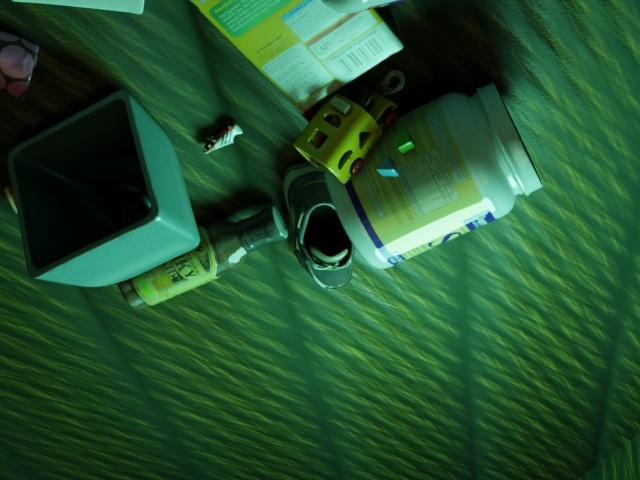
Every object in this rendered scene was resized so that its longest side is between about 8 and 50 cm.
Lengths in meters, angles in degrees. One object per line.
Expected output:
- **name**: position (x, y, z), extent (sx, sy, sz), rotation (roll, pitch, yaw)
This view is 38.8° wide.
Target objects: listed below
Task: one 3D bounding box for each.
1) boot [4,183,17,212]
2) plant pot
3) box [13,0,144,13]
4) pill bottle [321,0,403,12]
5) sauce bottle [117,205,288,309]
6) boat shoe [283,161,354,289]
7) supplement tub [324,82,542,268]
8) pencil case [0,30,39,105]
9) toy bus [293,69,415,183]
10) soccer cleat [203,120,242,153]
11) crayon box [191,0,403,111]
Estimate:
- **boot**: position (-0.509, -0.055, 1.659), extent (0.085, 0.059, 0.157), rotation (-16, 132, 9)
- **plant pot**: position (-0.340, -0.060, 1.562), extent (0.247, 0.247, 0.252), rotation (-25, 156, 14)
- **box**: position (-0.323, -0.420, 1.227), extent (0.181, 0.119, 0.181), rotation (2, 138, -17)
- **pill bottle**: position (0.142, -0.430, 1.251), extent (0.323, 0.181, 0.181), rotation (-19, 145, -26)
- **sauce bottle**: position (-0.232, 0.027, 1.782), extent (0.345, 0.111, 0.111), rotation (-25, 139, 12)
- **boat shoe**: position (0.000, 0.000, 1.790), extent (0.133, 0.130, 0.355), rotation (-15, 140, 3)
- **supplement tub**: position (0.200, -0.117, 1.620), extent (0.331, 0.241, 0.241), rotation (-25, 138, 15)
- **pencil case**: position (-0.536, -0.280, 1.363), extent (0.209, 0.095, 0.098), rotation (18, 147, -28)
- **toy bus**: position (0.047, -0.201, 1.523), extent (0.191, 0.202, 0.104), rotation (-14, 155, 19)
- **soccer cleat**: position (-0.175, -0.178, 1.618), extent (0.083, 0.029, 0.036), rotation (-40, 129, 23)
- **crayon box**: position (-0.043, -0.363, 1.394), extent (0.203, 0.083, 0.323), rotation (-30, 138, 20)
